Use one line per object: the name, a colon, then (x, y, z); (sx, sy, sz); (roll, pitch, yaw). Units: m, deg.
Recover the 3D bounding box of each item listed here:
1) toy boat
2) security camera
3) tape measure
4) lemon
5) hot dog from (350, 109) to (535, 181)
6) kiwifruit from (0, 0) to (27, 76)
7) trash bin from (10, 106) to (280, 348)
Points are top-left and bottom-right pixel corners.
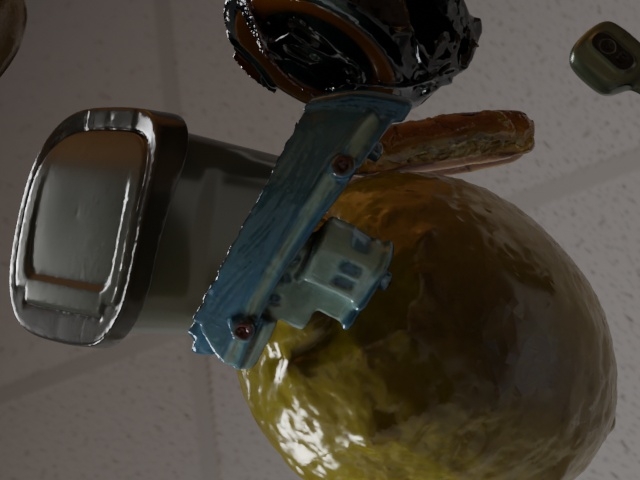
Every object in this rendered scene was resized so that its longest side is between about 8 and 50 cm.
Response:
toy boat: (0.000, 0.000, 0.871); (0.102, 0.088, 0.215); (27, -73, -4)
security camera: (0.226, -0.121, 0.995); (0.092, 0.058, 0.058); (40, -86, 11)
tape measure: (0.020, -0.196, 1.220); (0.202, 0.223, 0.135); (-24, -141, 59)
lemon: (0.084, 0.087, 1.047); (0.285, 0.316, 0.285); (-5, -107, 17)
hot dog: (0.133, -0.112, 1.626); (0.115, 0.269, 0.072); (171, -89, -73)
kiwifruit: (-0.220, -0.108, 0.776); (0.075, 0.075, 0.124); (34, -98, 36)
trash bin: (-0.128, -0.003, 1.288); (0.220, 0.250, 0.219); (9, -90, 50)
